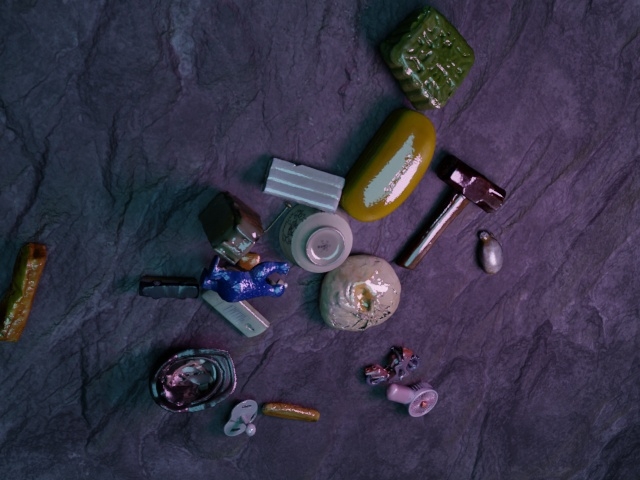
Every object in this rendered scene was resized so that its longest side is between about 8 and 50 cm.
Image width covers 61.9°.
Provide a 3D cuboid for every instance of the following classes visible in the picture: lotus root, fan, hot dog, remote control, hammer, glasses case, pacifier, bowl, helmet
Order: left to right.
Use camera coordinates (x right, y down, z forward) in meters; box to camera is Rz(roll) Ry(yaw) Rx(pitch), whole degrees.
[{"bbox_3d":[-0.410,0.430,1.676,0.253,0.154,0.198,-13,93,-30],"label":"helmet"},{"bbox_3d":[-0.268,0.217,1.681,0.098,0.038,0.233,-28,117,29],"label":"remote control"},{"bbox_3d":[-0.253,0.615,1.806,0.127,0.117,0.150,23,99,-48],"label":"pacifier"},{"bbox_3d":[-0.133,-0.068,1.649,0.029,0.014,0.123,41,97,-15],"label":"hammer"},{"bbox_3d":[-0.101,0.598,1.876,0.216,0.047,0.066,14,141,-19],"label":"hot dog"},{"bbox_3d":[0.000,0.000,1.650,0.238,0.126,0.237,-6,110,-16],"label":"bowl"},{"bbox_3d":[0.213,-0.216,1.623,0.173,0.141,0.371,32,98,-24],"label":"glasses case"},{"bbox_3d":[0.327,0.571,1.945,0.244,0.074,0.130,24,106,-37],"label":"fan"},{"bbox_3d":[0.403,-0.061,1.762,0.242,0.095,0.408,32,100,-24],"label":"hammer"},{"bbox_3d":[0.592,0.044,1.858,0.088,0.088,0.165,-13,102,-11],"label":"lotus root"}]

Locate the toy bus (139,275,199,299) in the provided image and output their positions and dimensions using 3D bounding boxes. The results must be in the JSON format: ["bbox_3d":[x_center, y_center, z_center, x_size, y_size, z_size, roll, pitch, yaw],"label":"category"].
[{"bbox_3d":[-0.452,0.140,1.600,0.172,0.072,0.057,3,107,-15],"label":"toy bus"}]

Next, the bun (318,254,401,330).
[{"bbox_3d":[0.137,0.184,1.742,0.287,0.146,0.287,-7,112,-17],"label":"bun"}]

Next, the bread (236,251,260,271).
[{"bbox_3d":[-0.231,0.097,1.657,0.074,0.053,0.132,9,106,-18],"label":"bread"}]

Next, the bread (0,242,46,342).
[{"bbox_3d":[-0.823,0.145,1.463,0.077,0.139,0.271,19,105,-31],"label":"bread"}]

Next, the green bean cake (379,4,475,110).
[{"bbox_3d":[0.302,-0.522,1.526,0.248,0.125,0.222,40,80,-22],"label":"green bean cake"}]

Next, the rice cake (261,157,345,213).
[{"bbox_3d":[-0.049,-0.165,1.584,0.237,0.043,0.127,17,72,-11],"label":"rice cake"}]

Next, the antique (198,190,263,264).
[{"bbox_3d":[-0.240,-0.030,1.483,0.150,0.284,0.125,40,95,-23],"label":"antique"}]

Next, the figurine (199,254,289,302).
[{"bbox_3d":[-0.216,0.128,1.553,0.262,0.164,0.120,7,64,-16],"label":"figurine"}]

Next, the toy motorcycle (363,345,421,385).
[{"bbox_3d":[0.253,0.444,1.904,0.213,0.084,0.118,-21,122,-2],"label":"toy motorcycle"}]
